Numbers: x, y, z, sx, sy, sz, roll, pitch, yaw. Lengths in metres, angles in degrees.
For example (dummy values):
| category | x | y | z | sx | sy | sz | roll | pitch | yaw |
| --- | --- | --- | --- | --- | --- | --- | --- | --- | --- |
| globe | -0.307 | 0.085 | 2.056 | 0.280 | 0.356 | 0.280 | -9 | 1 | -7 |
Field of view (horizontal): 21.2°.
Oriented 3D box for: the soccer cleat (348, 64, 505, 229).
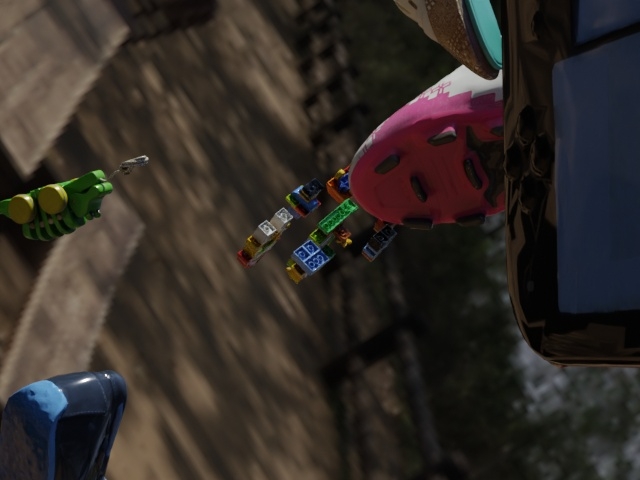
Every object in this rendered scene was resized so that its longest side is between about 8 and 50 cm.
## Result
| category | x | y | z | sx | sy | sz | roll | pitch | yaw |
| --- | --- | --- | --- | --- | --- | --- | --- | --- | --- |
| soccer cleat | 0.173 | -0.120 | 1.338 | 0.116 | 0.331 | 0.143 | 54 | 18 | -37 |

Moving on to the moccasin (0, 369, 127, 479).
| category | x | y | z | sx | sy | sz | roll | pitch | yaw |
| --- | --- | --- | --- | --- | --- | --- | --- | --- | --- |
| moccasin | -0.246 | 0.260 | 1.654 | 0.138 | 0.117 | 0.342 | 51 | -40 | 24 |

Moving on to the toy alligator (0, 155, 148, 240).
| category | x | y | z | sx | sy | sz | roll | pitch | yaw |
| --- | --- | --- | --- | --- | --- | --- | --- | --- | --- |
| toy alligator | -0.239 | -0.035 | 1.672 | 0.056 | 0.190 | 0.051 | -21 | 95 | -61 |

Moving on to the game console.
| category | x | y | z | sx | sy | sz | roll | pitch | yaw |
| --- | --- | --- | --- | --- | --- | --- | --- | --- | --- |
| game console | 0.181 | -0.105 | 0.882 | 0.386 | 0.060 | 0.342 | 169 | -84 | -72 |

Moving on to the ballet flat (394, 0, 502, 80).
| category | x | y | z | sx | sy | sz | roll | pitch | yaw |
| --- | --- | --- | --- | --- | --- | --- | --- | --- | --- |
| ballet flat | 0.081 | -0.200 | 1.237 | 0.073 | 0.067 | 0.206 | 36 | 40 | -59 |

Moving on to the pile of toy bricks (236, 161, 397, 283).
| category | x | y | z | sx | sy | sz | roll | pitch | yaw |
| --- | --- | --- | --- | --- | --- | --- | --- | --- | --- |
| pile of toy bricks | 0.000 | 0.000 | 1.963 | 0.118 | 0.105 | 0.212 | 45 | 48 | 8 |
